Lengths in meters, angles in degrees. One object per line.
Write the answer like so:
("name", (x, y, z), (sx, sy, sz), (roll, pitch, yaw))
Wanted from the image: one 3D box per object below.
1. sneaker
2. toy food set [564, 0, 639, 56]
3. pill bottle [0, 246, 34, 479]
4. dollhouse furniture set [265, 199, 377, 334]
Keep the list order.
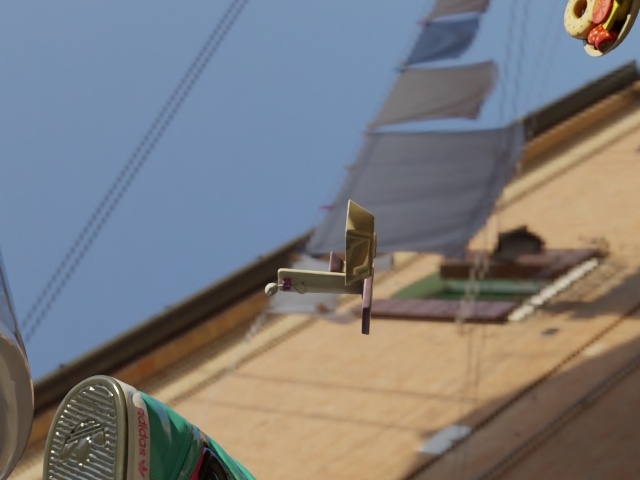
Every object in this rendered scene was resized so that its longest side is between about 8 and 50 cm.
("sneaker", (-0.107, 0.255, 0.983), (0.178, 0.124, 0.295), (27, -125, -43))
("toy food set", (0.202, -0.171, 1.012), (0.020, 0.083, 0.082), (13, -59, -16))
("pill bottle", (-0.227, 0.002, 0.660), (0.153, 0.264, 0.153), (-12, -48, -14))
("dollhouse furniture set", (0.000, 0.000, 1.071), (0.114, 0.081, 0.091), (89, -174, -51))
